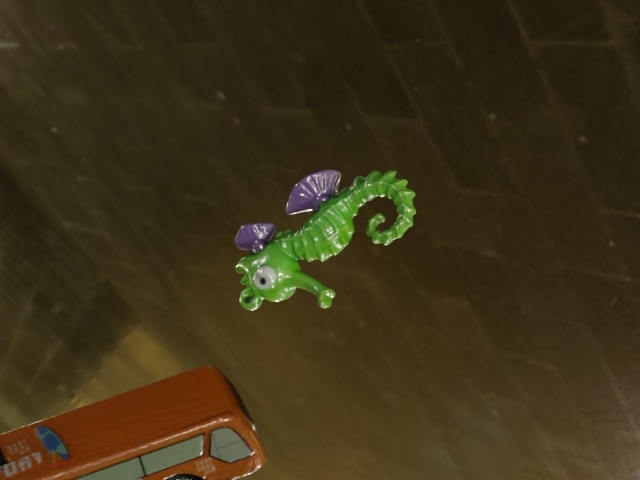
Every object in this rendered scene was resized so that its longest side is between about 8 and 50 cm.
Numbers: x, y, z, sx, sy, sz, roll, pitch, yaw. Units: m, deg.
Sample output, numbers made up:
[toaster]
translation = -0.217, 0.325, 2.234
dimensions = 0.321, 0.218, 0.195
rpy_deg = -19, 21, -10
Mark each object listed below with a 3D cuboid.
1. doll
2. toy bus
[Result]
[doll]
translation = 0.000, 0.000, 0.967
dimensions = 0.115, 0.190, 0.050
rpy_deg = 57, -169, 24
[toy bus]
translation = -0.249, 0.215, 0.901
dimensions = 0.093, 0.409, 0.092
rpy_deg = -127, 24, -53
